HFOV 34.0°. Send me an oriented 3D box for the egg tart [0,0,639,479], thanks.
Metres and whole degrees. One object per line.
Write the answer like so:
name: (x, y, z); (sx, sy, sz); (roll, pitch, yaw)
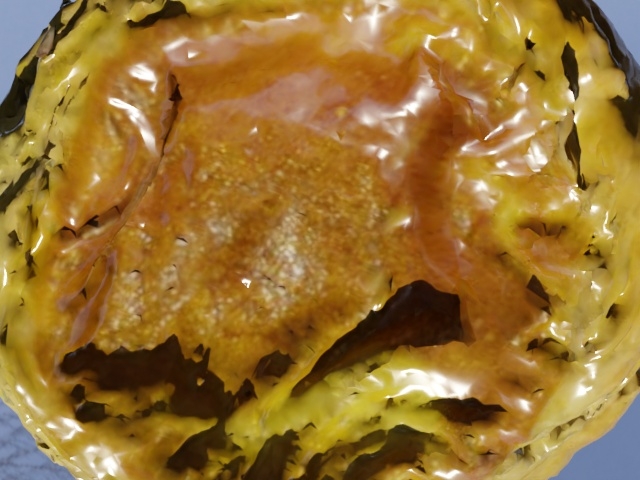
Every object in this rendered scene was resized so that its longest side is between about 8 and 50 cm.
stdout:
egg tart: (0.000, 0.000, 0.527); (0.352, 0.351, 0.150); (-9, -157, 4)
